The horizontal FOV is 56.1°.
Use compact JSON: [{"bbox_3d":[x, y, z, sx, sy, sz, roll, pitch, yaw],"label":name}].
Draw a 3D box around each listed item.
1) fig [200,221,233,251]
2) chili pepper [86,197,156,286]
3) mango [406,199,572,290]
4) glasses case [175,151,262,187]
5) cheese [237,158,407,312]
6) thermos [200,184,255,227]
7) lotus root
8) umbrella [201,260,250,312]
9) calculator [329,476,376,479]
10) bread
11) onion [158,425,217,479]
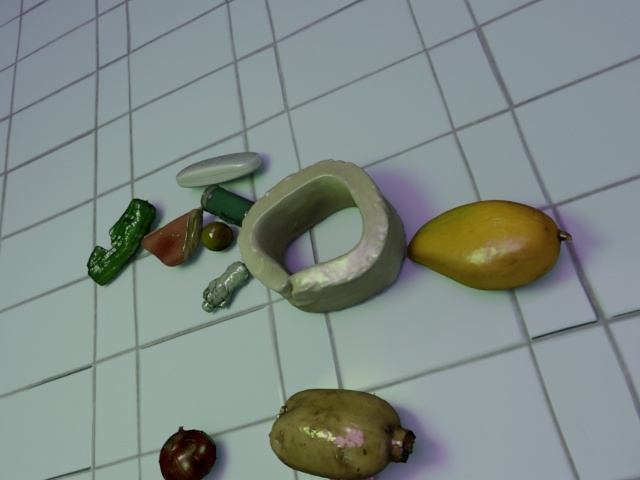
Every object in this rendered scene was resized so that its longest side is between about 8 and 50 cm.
[{"bbox_3d":[-0.255,-0.008,1.446,0.088,0.074,0.073,-10,62,44],"label":"fig"},{"bbox_3d":[-0.513,0.004,1.562,0.099,0.083,0.253,39,93,35],"label":"chili pepper"},{"bbox_3d":[0.311,0.009,1.143,0.317,0.119,0.176,1,71,36],"label":"mango"},{"bbox_3d":[-0.258,-0.178,1.512,0.234,0.059,0.092,-7,25,24],"label":"glasses case"},{"bbox_3d":[0.000,0.001,1.267,0.332,0.153,0.292,-29,58,13],"label":"cheese"},{"bbox_3d":[-0.201,-0.074,1.442,0.188,0.083,0.073,23,90,31],"label":"thermos"},{"bbox_3d":[0.035,0.352,1.094,0.285,0.146,0.160,2,56,27],"label":"lotus root"},{"bbox_3d":[-0.221,0.108,1.388,0.067,0.062,0.143,41,88,3],"label":"umbrella"},{"bbox_3d":[0.047,0.488,1.105,0.103,0.024,0.165,34,87,34],"label":"calculator"},{"bbox_3d":[-0.355,0.005,1.478,0.193,0.067,0.119,-23,76,26],"label":"bread"},{"bbox_3d":[-0.276,0.446,1.227,0.117,0.119,0.118,-26,56,40],"label":"onion"}]
